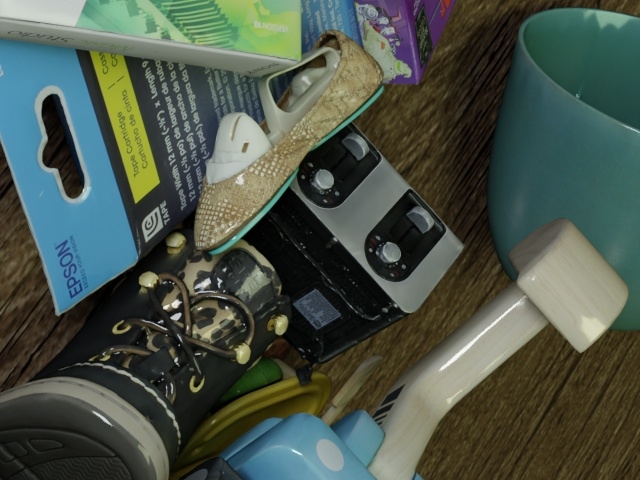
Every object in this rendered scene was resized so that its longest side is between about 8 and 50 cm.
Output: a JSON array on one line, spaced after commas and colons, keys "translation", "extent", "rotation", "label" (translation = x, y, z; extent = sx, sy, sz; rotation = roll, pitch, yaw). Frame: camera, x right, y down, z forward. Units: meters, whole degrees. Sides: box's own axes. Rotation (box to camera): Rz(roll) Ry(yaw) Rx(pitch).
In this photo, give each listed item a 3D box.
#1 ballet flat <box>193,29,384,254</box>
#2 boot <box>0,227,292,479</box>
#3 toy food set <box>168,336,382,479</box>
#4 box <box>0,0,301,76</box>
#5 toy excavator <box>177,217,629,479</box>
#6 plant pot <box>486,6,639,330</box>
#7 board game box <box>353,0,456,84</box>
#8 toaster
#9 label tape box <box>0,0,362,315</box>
[{"translation": [-0.035, -0.077, 1.272], "extent": [0.206, 0.073, 0.067], "rotation": [-49, 116, -31], "label": "ballet flat"}, {"translation": [-0.129, 0.102, 1.233], "extent": [0.284, 0.138, 0.377], "rotation": [-51, 179, -33], "label": "boot"}, {"translation": [-0.064, 0.137, 1.522], "extent": [0.218, 0.071, 0.128], "rotation": [-15, 147, -46], "label": "toy food set"}, {"translation": [-0.116, -0.274, 1.104], "extent": [0.232, 0.058, 0.322], "rotation": [3, 85, -39], "label": "box"}, {"translation": [0.021, 0.191, 1.406], "extent": [0.222, 0.433, 0.445], "rotation": [47, 32, -7], "label": "toy excavator"}, {"translation": [0.293, -0.056, 1.738], "extent": [0.293, 0.293, 0.235], "rotation": [-20, 137, -49], "label": "plant pot"}, {"translation": [0.091, -0.307, 1.431], "extent": [0.347, 0.056, 0.208], "rotation": [-65, 155, -44], "label": "board game box"}, {"translation": [0.000, 0.000, 1.415], "extent": [0.168, 0.185, 0.110], "rotation": [48, 55, -5], "label": "toaster"}, {"translation": [-0.124, -0.152, 1.253], "extent": [0.347, 0.115, 0.249], "rotation": [-42, 137, -31], "label": "label tape box"}]
